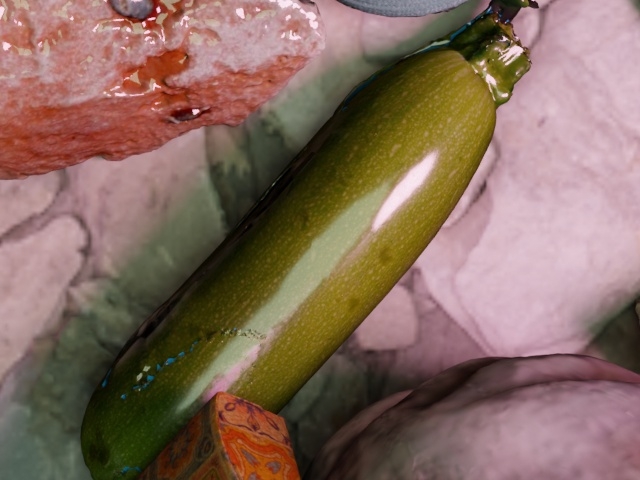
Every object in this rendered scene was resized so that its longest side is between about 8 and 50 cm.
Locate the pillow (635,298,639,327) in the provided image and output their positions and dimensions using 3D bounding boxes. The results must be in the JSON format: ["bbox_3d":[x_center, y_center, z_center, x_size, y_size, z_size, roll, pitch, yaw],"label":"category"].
[{"bbox_3d":[0.256,0.091,1.031,0.134,0.078,0.181,-28,103,-6],"label":"pillow"}]

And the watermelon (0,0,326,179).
[{"bbox_3d":[-0.120,-0.094,0.943,0.241,0.094,0.154,-3,106,-12],"label":"watermelon"}]

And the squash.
[{"bbox_3d":[0.001,0.001,0.972,0.087,0.087,0.331,42,87,-13],"label":"squash"}]

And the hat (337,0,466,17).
[{"bbox_3d":[0.032,-0.206,0.955,0.138,0.078,0.191,-21,120,2],"label":"hat"}]

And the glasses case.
[{"bbox_3d":[-0.093,0.172,0.936,0.049,0.075,0.218,27,118,-31],"label":"glasses case"}]

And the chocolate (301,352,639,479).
[{"bbox_3d":[0.086,0.166,0.930,0.303,0.303,0.213,-45,72,-2],"label":"chocolate"}]
